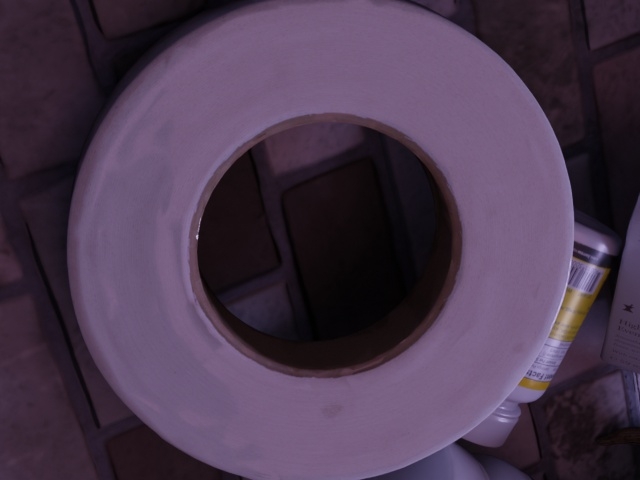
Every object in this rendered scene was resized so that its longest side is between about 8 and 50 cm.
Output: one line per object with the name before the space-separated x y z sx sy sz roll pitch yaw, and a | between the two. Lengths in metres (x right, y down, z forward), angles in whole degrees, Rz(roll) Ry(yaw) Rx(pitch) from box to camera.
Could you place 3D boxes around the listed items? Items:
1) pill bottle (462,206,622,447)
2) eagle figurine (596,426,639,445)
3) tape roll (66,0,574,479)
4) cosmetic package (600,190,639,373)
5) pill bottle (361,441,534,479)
pill bottle | 0.160 0.064 1.290 0.119 0.119 0.208 20 103 -31
eagle figurine | 0.442 0.284 1.484 0.225 0.226 0.298 -40 120 -28
tape roll | 0.000 0.000 1.152 0.392 0.072 0.392 -2 107 -8
cosmetic package | 0.315 0.032 1.286 0.231 0.117 0.085 82 27 -57
pill bottle | 0.160 0.318 1.353 0.204 0.204 0.361 -49 122 2
